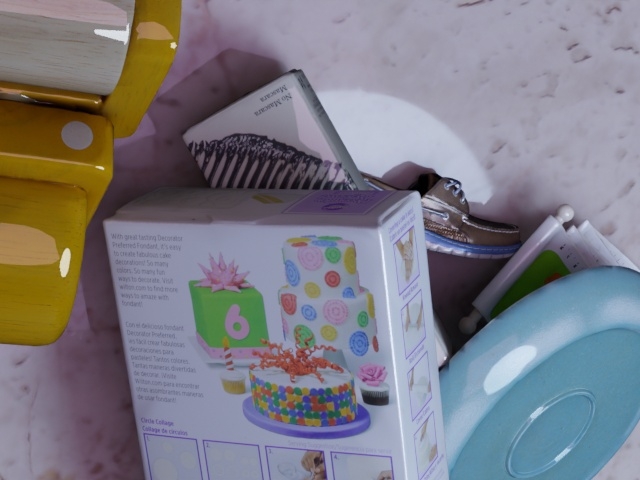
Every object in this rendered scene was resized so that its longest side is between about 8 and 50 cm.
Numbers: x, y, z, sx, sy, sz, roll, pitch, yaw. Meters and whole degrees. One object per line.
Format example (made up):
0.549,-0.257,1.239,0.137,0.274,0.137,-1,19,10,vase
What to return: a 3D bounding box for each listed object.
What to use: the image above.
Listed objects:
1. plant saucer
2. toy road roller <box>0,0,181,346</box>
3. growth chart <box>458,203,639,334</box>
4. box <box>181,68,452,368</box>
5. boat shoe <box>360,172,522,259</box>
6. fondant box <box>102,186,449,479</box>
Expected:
0.194,0.161,1.381,0.317,0.044,0.317,-25,139,-24,plant saucer
-0.234,-0.066,1.136,0.202,0.329,0.240,6,65,-19,toy road roller
0.241,0.072,1.452,0.237,0.021,0.172,33,92,-36,growth chart
0.000,0.000,1.307,0.113,0.094,0.275,-30,95,7,box
0.100,-0.026,1.387,0.183,0.066,0.066,9,98,-19,boat shoe
-0.028,0.127,1.240,0.238,0.096,0.330,2,111,25,fondant box
